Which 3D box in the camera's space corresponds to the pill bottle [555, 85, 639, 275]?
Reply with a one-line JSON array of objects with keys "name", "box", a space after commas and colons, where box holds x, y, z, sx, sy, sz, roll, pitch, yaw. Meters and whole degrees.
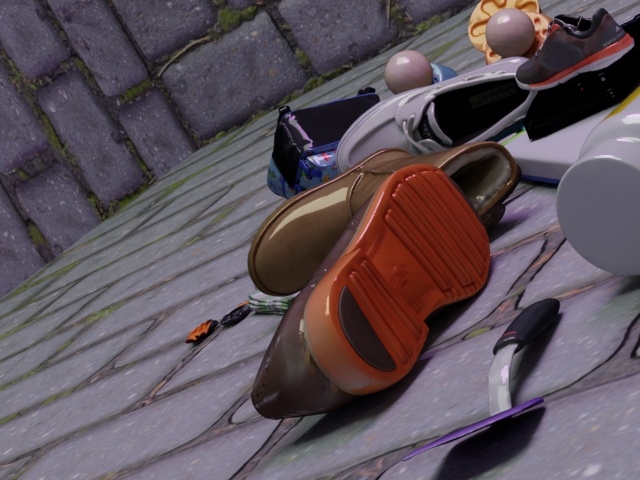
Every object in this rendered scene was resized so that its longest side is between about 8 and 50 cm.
[{"name": "pill bottle", "box": [0.272, -0.063, 1.491, 0.119, 0.119, 0.208, -22, 12, 44]}]

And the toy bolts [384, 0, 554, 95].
[{"name": "toy bolts", "box": [0.183, -0.236, 2.394, 0.228, 0.158, 0.218, -33, 50, 15]}]

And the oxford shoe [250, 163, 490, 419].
[{"name": "oxford shoe", "box": [0.041, 0.039, 1.681, 0.133, 0.130, 0.364, -34, 4, 32]}]

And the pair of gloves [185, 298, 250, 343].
[{"name": "pair of gloves", "box": [-0.117, 0.096, 2.252, 0.083, 0.010, 0.074, -25, 9, 16]}]

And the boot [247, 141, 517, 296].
[{"name": "boot", "box": [0.053, -0.024, 1.970, 0.236, 0.089, 0.269, -42, 14, -12]}]

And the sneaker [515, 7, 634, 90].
[{"name": "sneaker", "box": [0.251, -0.201, 1.962, 0.061, 0.065, 0.158, -40, 13, -37]}]

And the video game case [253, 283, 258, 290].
[{"name": "video game case", "box": [0.000, 0.000, 2.364, 0.173, 0.022, 0.190, -29, 10, 6]}]

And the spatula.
[{"name": "spatula", "box": [0.133, 0.092, 1.371, 0.084, 0.030, 0.296, -26, 10, 24]}]

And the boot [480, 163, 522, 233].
[{"name": "boot", "box": [0.173, -0.039, 1.953, 0.106, 0.037, 0.114, -40, 8, -3]}]

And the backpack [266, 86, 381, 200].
[{"name": "backpack", "box": [0.013, -0.094, 2.481, 0.158, 0.117, 0.173, -14, -34, -23]}]

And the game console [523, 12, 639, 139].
[{"name": "game console", "box": [0.377, -0.216, 1.979, 0.361, 0.044, 0.213, -24, 12, 38]}]

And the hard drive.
[{"name": "hard drive", "box": [0.312, -0.123, 1.943, 0.210, 0.040, 0.319, -31, 8, -6]}]

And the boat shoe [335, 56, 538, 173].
[{"name": "boat shoe", "box": [0.134, -0.133, 2.239, 0.268, 0.096, 0.088, -19, 7, 15]}]

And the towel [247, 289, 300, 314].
[{"name": "towel", "box": [-0.016, 0.044, 2.159, 0.113, 0.023, 0.152, -34, 9, -16]}]

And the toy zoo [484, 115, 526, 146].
[{"name": "toy zoo", "box": [0.165, -0.084, 2.254, 0.192, 0.030, 0.293, -30, 8, 3]}]
